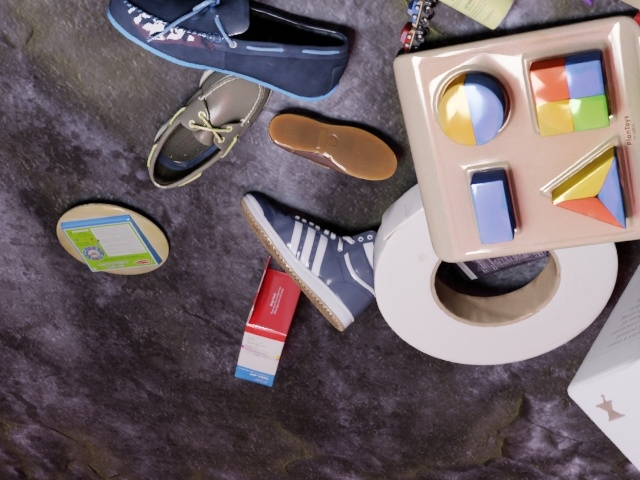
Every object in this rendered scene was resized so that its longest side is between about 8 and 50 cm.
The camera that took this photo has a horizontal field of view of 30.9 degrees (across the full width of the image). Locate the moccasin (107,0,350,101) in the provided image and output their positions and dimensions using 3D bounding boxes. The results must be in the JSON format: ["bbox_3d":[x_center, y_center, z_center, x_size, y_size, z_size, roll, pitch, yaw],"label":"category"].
[{"bbox_3d":[-0.120,-0.308,1.617,0.342,0.138,0.117,13,139,-20],"label":"moccasin"}]

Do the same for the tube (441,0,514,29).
[{"bbox_3d":[0.138,-0.357,1.509,0.240,0.062,0.070,29,99,-9],"label":"tube"}]

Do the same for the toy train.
[{"bbox_3d":[0.129,-0.286,1.621,0.036,0.027,0.158,24,142,7],"label":"toy train"}]

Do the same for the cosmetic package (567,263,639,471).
[{"bbox_3d":[0.623,0.152,1.613,0.327,0.394,0.329,47,141,-6],"label":"cosmetic package"}]

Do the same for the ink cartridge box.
[{"bbox_3d":[-0.092,0.149,2.127,0.078,0.134,0.231,17,142,0],"label":"ink cartridge box"}]

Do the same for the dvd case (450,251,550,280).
[{"bbox_3d":[0.289,-0.013,1.900,0.221,0.018,0.164,-20,130,35],"label":"dvd case"}]

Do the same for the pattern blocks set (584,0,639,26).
[{"bbox_3d":[0.331,-0.327,1.350,0.285,0.026,0.325,33,-178,14],"label":"pattern blocks set"}]

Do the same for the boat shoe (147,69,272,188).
[{"bbox_3d":[-0.172,-0.179,1.794,0.109,0.091,0.305,32,138,-20],"label":"boat shoe"}]

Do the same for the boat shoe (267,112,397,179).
[{"bbox_3d":[0.018,-0.148,1.796,0.207,0.073,0.073,22,178,-3],"label":"boat shoe"}]

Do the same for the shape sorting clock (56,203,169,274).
[{"bbox_3d":[-0.378,-0.002,2.114,0.206,0.040,0.206,6,140,5],"label":"shape sorting clock"}]

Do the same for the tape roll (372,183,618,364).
[{"bbox_3d":[0.274,0.041,1.849,0.391,0.072,0.392,0,130,0],"label":"tape roll"}]

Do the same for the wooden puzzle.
[{"bbox_3d":[0.288,-0.123,1.601,0.347,0.080,0.322,-6,113,21],"label":"wooden puzzle"}]

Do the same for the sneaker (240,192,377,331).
[{"bbox_3d":[0.000,0.000,1.955,0.282,0.153,0.099,49,172,7],"label":"sneaker"}]
